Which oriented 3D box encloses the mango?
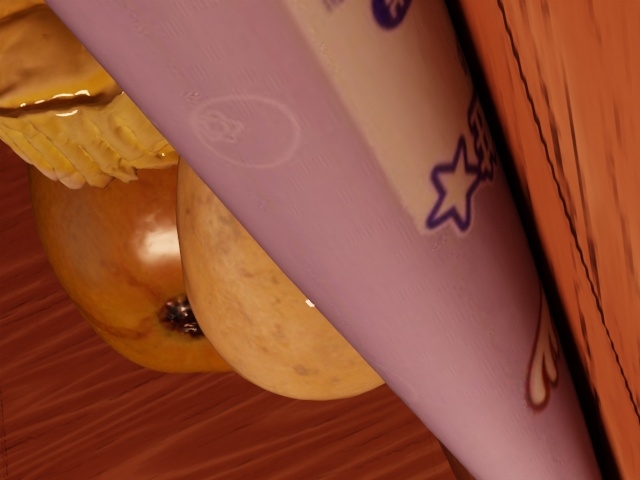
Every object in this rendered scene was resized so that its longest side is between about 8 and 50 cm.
[{"bbox_3d":[-0.108,-0.084,1.210,0.264,0.221,0.378,57,-165,-63],"label":"mango"}]

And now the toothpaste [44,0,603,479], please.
[{"bbox_3d":[0.012,-0.013,0.412,0.371,0.080,0.125,58,-175,-48],"label":"toothpaste"}]

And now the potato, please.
[{"bbox_3d":[-0.002,-0.002,0.600,0.112,0.112,0.147,-116,8,-50],"label":"potato"}]

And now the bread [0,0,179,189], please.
[{"bbox_3d":[-0.119,-0.155,0.835,0.133,0.179,0.250,68,-178,-71],"label":"bread"}]
